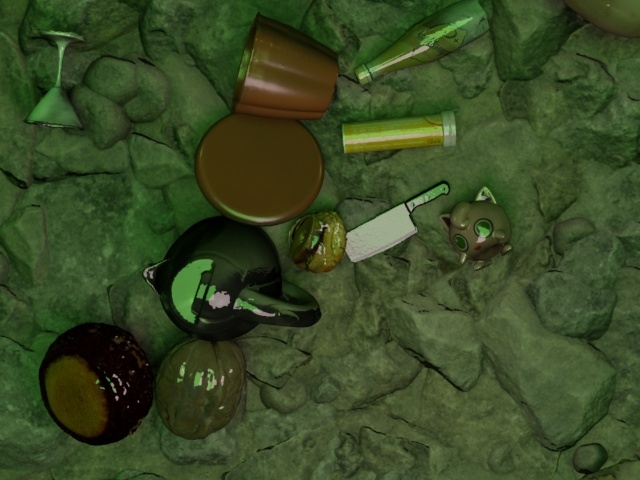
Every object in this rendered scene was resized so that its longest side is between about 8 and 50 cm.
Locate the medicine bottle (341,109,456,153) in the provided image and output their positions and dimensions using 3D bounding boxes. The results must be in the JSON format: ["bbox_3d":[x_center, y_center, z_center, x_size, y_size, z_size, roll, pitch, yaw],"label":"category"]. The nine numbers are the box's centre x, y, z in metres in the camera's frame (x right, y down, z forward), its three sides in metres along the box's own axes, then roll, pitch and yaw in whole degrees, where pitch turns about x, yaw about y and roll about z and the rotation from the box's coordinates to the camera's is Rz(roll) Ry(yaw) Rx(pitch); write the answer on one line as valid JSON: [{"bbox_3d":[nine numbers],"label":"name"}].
[{"bbox_3d":[0.151,-0.207,1.721,0.218,0.074,0.073,-5,96,3],"label":"medicine bottle"}]

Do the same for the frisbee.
[{"bbox_3d":[-0.116,-0.145,1.704,0.251,0.021,0.250,3,69,-7],"label":"frisbee"}]

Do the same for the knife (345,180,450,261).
[{"bbox_3d":[0.157,-0.035,1.768,0.245,0.019,0.072,-29,99,6],"label":"knife"}]

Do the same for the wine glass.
[{"bbox_3d":[-0.502,-0.307,1.701,0.122,0.122,0.182,7,94,0],"label":"wine glass"}]

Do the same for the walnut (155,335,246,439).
[{"bbox_3d":[-0.237,0.290,1.734,0.178,0.178,0.230,13,112,0],"label":"walnut"}]

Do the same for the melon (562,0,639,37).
[{"bbox_3d":[0.530,-0.509,1.607,0.317,0.223,0.223,39,95,0],"label":"melon"}]

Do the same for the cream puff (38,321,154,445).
[{"bbox_3d":[-0.424,0.272,1.719,0.239,0.165,0.239,9,110,28],"label":"cream puff"}]

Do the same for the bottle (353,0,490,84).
[{"bbox_3d":[0.190,-0.372,1.697,0.270,0.083,0.083,-28,95,5],"label":"bottle"}]

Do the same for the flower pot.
[{"bbox_3d":[-0.064,-0.311,1.671,0.173,0.190,0.190,15,96,-14],"label":"flower pot"}]

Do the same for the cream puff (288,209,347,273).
[{"bbox_3d":[0.000,0.000,1.725,0.104,0.119,0.133,26,108,-23],"label":"cream puff"}]

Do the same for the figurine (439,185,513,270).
[{"bbox_3d":[0.305,-0.019,1.713,0.125,0.125,0.138,-29,82,4],"label":"figurine"}]

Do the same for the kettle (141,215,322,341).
[{"bbox_3d":[-0.151,0.092,1.629,0.321,0.324,0.228,20,96,-1],"label":"kettle"}]
